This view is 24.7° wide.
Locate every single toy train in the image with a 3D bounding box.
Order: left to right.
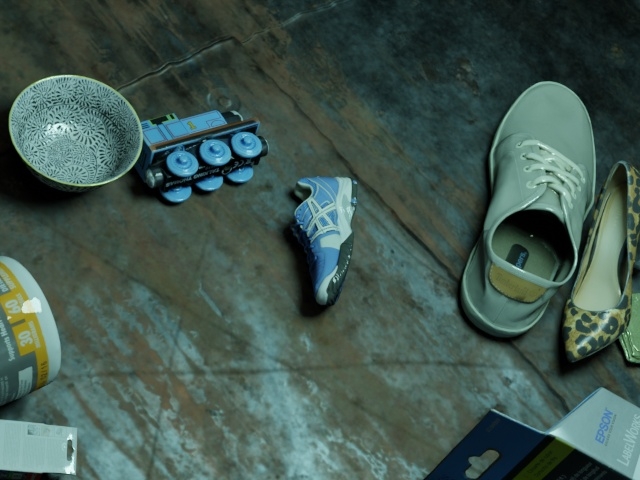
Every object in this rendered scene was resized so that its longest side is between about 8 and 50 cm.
[{"bbox_3d":[-0.160,-0.121,1.928,0.184,0.080,0.105,-19,62,-30],"label":"toy train"}]

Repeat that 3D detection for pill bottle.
[{"bbox_3d":[-0.440,0.134,1.602,0.278,0.162,0.162,-24,70,-32],"label":"pill bottle"}]

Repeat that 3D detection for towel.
[{"bbox_3d":[0.477,0.124,2.046,0.148,0.027,0.110,0,58,-20],"label":"towel"}]

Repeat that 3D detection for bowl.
[{"bbox_3d":[-0.317,-0.120,1.862,0.170,0.080,0.170,10,55,-15],"label":"bowl"}]

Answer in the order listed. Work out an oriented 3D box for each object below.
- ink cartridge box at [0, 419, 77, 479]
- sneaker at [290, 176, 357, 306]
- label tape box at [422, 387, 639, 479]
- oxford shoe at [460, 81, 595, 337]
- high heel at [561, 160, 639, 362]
[{"bbox_3d":[-0.335,0.239,1.657,0.115,0.029,0.063,8,56,-18],"label":"ink cartridge box"},{"bbox_3d":[0.000,0.000,1.918,0.081,0.080,0.211,10,46,-7],"label":"sneaker"},{"bbox_3d":[0.319,0.288,1.745,0.334,0.240,0.106,29,53,-2],"label":"label tape box"},{"bbox_3d":[0.310,-0.065,2.042,0.169,0.130,0.449,25,52,-3],"label":"oxford shoe"},{"bbox_3d":[0.374,0.024,1.965,0.093,0.186,0.261,11,46,32],"label":"high heel"}]
